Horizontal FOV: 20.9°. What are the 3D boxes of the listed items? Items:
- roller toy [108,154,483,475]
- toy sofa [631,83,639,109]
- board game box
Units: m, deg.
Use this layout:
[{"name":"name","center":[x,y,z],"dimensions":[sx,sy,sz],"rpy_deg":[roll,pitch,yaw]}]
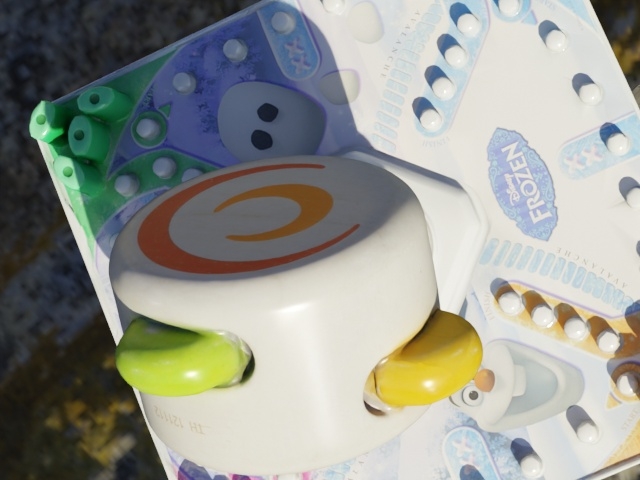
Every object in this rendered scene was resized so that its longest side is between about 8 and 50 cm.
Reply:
[{"name":"roller toy","center":[-0.021,0.047,1.056],"dimensions":[0.209,0.146,0.191],"rpy_deg":[-14,26,-6]},{"name":"toy sofa","center":[0.387,-0.129,1.315],"dimensions":[0.362,0.150,0.177],"rpy_deg":[-44,16,-26]},{"name":"board game box","center":[0.036,0.006,1.152],"dimensions":[0.390,0.050,0.389],"rpy_deg":[-24,80,10]}]
